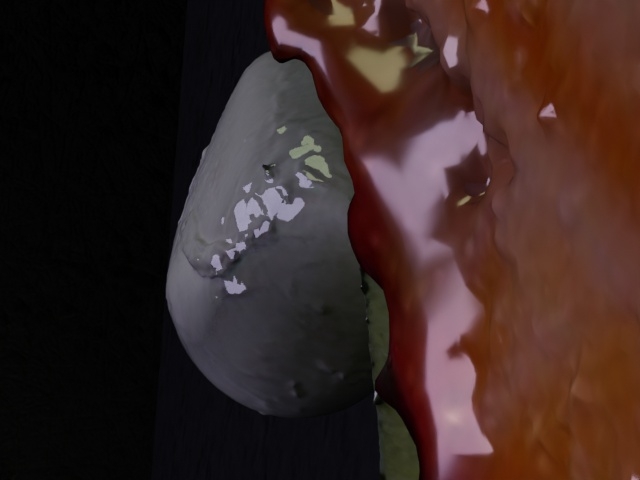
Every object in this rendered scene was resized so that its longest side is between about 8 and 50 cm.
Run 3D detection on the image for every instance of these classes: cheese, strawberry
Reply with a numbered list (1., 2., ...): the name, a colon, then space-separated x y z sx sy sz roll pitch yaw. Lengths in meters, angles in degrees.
1. cheese: 0.000 0.000 1.039 0.189 0.154 0.198 -55 19 27
2. strawberry: 0.099 -0.014 0.450 0.280 0.150 0.253 -160 70 -68

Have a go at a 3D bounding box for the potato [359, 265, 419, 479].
1. potato: 0.080 0.039 0.880 0.120 0.081 0.149 -50 -37 -46
